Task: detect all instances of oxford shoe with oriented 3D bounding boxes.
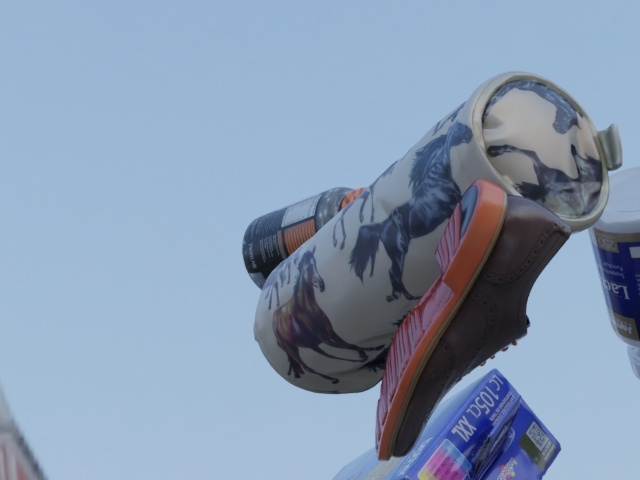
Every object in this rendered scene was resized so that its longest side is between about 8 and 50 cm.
[{"bbox_3d":[0.122,0.085,1.243,0.098,0.097,0.271,20,-64,-9],"label":"oxford shoe"}]

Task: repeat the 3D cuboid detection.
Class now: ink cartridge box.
[{"bbox_3d":[0.130,0.334,1.879,0.151,0.270,0.395,50,-50,-2],"label":"ink cartridge box"}]

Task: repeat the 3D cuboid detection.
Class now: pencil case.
[{"bbox_3d":[0.107,0.003,1.439,0.183,0.160,0.410,-4,-26,-40],"label":"pencil case"}]

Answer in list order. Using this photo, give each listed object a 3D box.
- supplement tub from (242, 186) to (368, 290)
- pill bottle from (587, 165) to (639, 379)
[{"bbox_3d":[0.000,0.000,1.904,0.190,0.117,0.117,-19,-34,40],"label":"supplement tub"},{"bbox_3d":[0.438,0.048,1.896,0.153,0.153,0.265,-18,-65,2],"label":"pill bottle"}]
